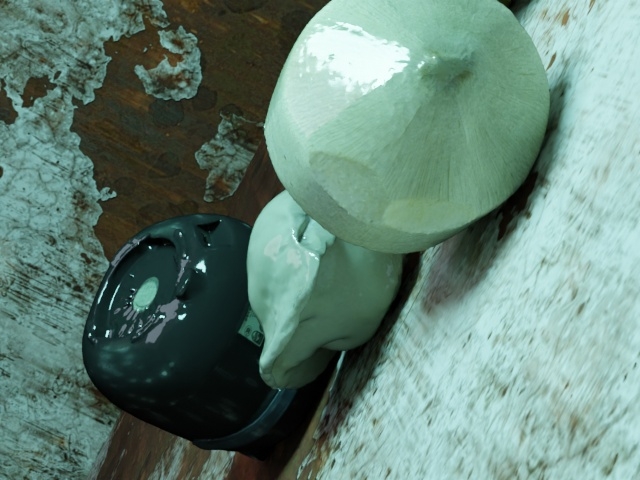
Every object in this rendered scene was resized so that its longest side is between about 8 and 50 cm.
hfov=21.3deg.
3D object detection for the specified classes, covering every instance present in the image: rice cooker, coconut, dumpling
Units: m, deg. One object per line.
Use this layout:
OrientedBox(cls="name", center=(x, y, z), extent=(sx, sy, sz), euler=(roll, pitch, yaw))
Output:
OrientedBox(cls="rice cooker", center=(-0.125, 0.101, 1.904), extent=(0.267, 0.224, 0.267), euler=(-31, 39, 29))
OrientedBox(cls="coconut", center=(0.076, -0.116, 1.508), extent=(0.237, 0.237, 0.266), euler=(-66, 10, -16))
OrientedBox(cls="dumpling", center=(0.013, 0.050, 1.758), extent=(0.175, 0.243, 0.227), euler=(29, 114, 43))

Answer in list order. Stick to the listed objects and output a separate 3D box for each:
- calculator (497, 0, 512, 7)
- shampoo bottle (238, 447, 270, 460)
OrientedBox(cls="calculator", center=(0.198, -0.291, 1.987), extent=(0.157, 0.033, 0.236), euler=(-67, 7, -22))
OrientedBox(cls="shampoo bottle", center=(-0.041, 0.146, 2.013), extent=(0.233, 0.049, 0.087), euler=(-65, 16, -10))
